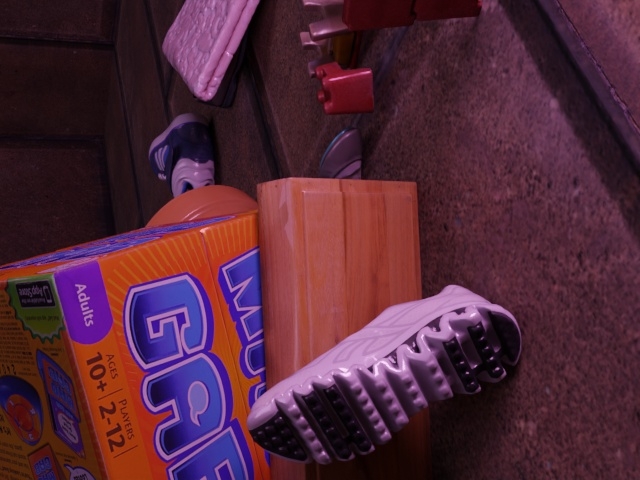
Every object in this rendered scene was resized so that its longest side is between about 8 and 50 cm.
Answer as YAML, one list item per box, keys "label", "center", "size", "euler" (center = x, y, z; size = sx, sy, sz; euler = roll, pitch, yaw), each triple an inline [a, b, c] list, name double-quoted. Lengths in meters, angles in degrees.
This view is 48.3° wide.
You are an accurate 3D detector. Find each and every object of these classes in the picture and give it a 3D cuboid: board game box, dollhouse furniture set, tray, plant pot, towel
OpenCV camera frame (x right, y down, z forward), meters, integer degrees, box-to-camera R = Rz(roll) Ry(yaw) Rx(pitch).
- label: "board game box"
  center: [-0.219, 0.173, 0.923]
  size: [0.357, 0.356, 0.356]
  euler: [-6, 99, 43]
- label: "dollhouse furniture set"
  center: [0.073, -0.292, 0.864]
  size: [0.374, 0.152, 0.201]
  euler: [99, 160, -67]
- label: "tray"
  center: [0.036, 0.134, 0.858]
  size: [0.076, 0.203, 0.410]
  euler: [-3, 89, 51]
- label: "plant pot"
  center: [-0.158, 0.074, 1.254]
  size: [0.203, 0.291, 0.290]
  euler: [34, 124, 43]
- label: "towel"
  center: [-0.219, -0.475, 1.457]
  size: [0.317, 0.053, 0.332]
  euler: [-61, 33, 17]

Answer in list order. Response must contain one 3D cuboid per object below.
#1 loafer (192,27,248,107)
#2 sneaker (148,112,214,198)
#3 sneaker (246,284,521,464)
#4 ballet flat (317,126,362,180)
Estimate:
- label: "loafer"
  center: [-0.218, -0.400, 1.547]
  size: [0.267, 0.084, 0.096]
  euler: [110, 148, -42]
- label: "sneaker"
  center: [-0.363, -0.158, 1.850]
  size: [0.323, 0.130, 0.236]
  euler: [-37, 54, 56]
- label: "sneaker"
  center: [0.060, 0.137, 0.755]
  size: [0.118, 0.292, 0.110]
  euler: [-121, 8, -63]
- label: "ballet flat"
  center: [0.027, -0.086, 1.060]
  size: [0.068, 0.072, 0.213]
  euler: [51, 148, 10]
